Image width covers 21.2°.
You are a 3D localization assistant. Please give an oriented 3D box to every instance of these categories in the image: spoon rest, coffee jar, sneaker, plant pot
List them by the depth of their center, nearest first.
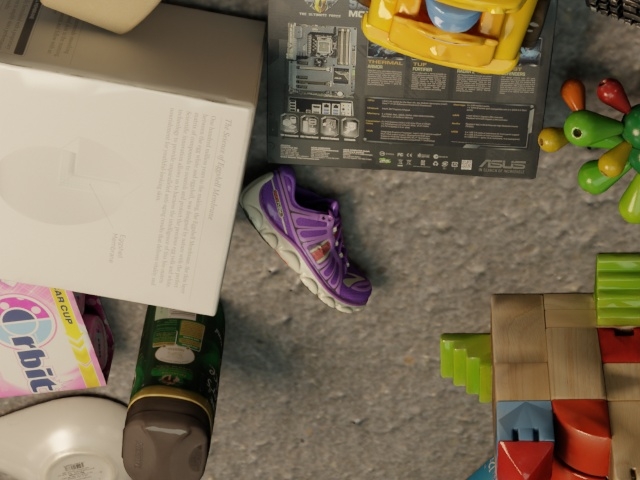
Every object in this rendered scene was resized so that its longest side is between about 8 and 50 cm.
[{"bbox_3d":[-0.166,-0.226,1.329,0.109,0.109,0.096,20,138,-12],"label":"plant pot"},{"bbox_3d":[0.000,0.000,1.521,0.071,0.068,0.170,-37,125,8],"label":"sneaker"},{"bbox_3d":[-0.133,0.137,1.558,0.079,0.184,0.096,7,129,-1],"label":"coffee jar"},{"bbox_3d":[-0.308,0.220,1.717,0.276,0.084,0.137,-10,129,-5],"label":"spoon rest"}]

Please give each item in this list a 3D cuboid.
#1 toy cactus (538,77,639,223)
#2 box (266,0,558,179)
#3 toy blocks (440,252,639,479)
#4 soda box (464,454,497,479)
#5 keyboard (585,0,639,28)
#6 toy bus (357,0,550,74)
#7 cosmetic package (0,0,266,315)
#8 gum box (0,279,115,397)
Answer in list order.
[{"bbox_3d":[0.290,-0.087,1.386,0.180,0.112,0.219,-24,143,34],"label":"toy cactus"},{"bbox_3d":[0.072,-0.145,1.401,0.232,0.059,0.183,3,128,2],"label":"box"},{"bbox_3d":[0.296,0.166,1.505,0.381,0.261,0.191,0,128,4],"label":"toy blocks"},{"bbox_3d":[0.183,0.309,1.657,0.067,0.210,0.071,32,123,-20],"label":"soda box"},{"bbox_3d":[0.289,-0.165,1.329,0.180,0.023,0.108,25,172,21],"label":"keyboard"},{"bbox_3d":[0.111,-0.222,1.211,0.149,0.211,0.220,14,105,-2],"label":"toy bus"},{"bbox_3d":[-0.173,-0.077,1.421,0.224,0.138,0.224,11,128,-3],"label":"cosmetic package"},{"bbox_3d":[-0.269,0.053,1.578,0.107,0.062,0.188,-7,128,9],"label":"gum box"}]
